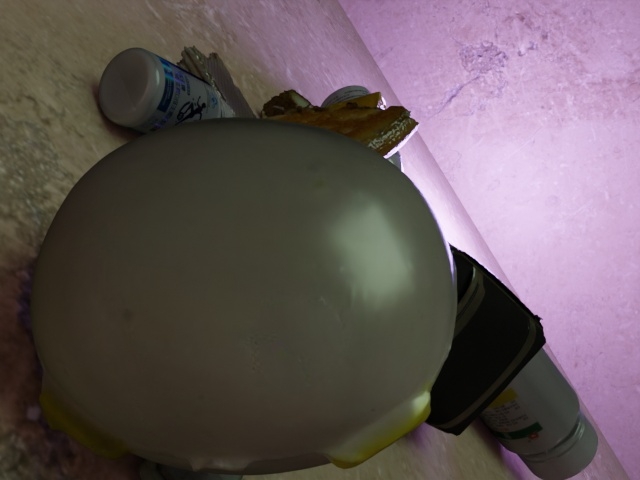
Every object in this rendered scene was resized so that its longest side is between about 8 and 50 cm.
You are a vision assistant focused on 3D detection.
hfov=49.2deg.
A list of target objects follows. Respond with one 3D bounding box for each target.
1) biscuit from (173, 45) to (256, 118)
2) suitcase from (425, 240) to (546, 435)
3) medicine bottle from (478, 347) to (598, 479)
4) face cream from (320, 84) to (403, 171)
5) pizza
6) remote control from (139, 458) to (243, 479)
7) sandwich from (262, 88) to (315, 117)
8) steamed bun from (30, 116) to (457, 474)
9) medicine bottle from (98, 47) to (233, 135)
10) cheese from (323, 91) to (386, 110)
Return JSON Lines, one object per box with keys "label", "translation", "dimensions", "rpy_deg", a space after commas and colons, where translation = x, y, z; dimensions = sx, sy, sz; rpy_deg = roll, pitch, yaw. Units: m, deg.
{"label": "biscuit", "translation": [-0.165, -0.224, 1.216], "dimensions": [0.239, 0.061, 0.108], "rpy_deg": [60, 19, 3]}
{"label": "suitcase", "translation": [0.181, 0.153, 1.151], "dimensions": [0.434, 0.283, 0.194], "rpy_deg": [37, 7, -42]}
{"label": "medicine bottle", "translation": [0.461, 0.364, 1.572], "dimensions": [0.340, 0.208, 0.208], "rpy_deg": [51, 22, -18]}
{"label": "face cream", "translation": [0.121, -0.192, 1.696], "dimensions": [0.145, 0.145, 0.370], "rpy_deg": [24, 40, -56]}
{"label": "pizza", "translation": [-0.002, -0.173, 1.143], "dimensions": [0.189, 0.296, 0.071], "rpy_deg": [-44, 136, -42]}
{"label": "remote control", "translation": [-0.113, 0.210, 0.746], "dimensions": [0.098, 0.038, 0.233], "rpy_deg": [55, 20, -8]}
{"label": "sandwich", "translation": [0.014, -0.138, 1.441], "dimensions": [0.271, 0.099, 0.301], "rpy_deg": [39, 24, -51]}
{"label": "steamed bun", "translation": [-0.065, 0.048, 0.638], "dimensions": [0.334, 0.373, 0.334], "rpy_deg": [1, 90, -84]}
{"label": "medicine bottle", "translation": [-0.212, -0.192, 0.998], "dimensions": [0.191, 0.107, 0.107], "rpy_deg": [15, 46, -60]}
{"label": "cheese", "translation": [0.088, -0.208, 1.486], "dimensions": [0.093, 0.126, 0.171], "rpy_deg": [23, 57, -75]}
